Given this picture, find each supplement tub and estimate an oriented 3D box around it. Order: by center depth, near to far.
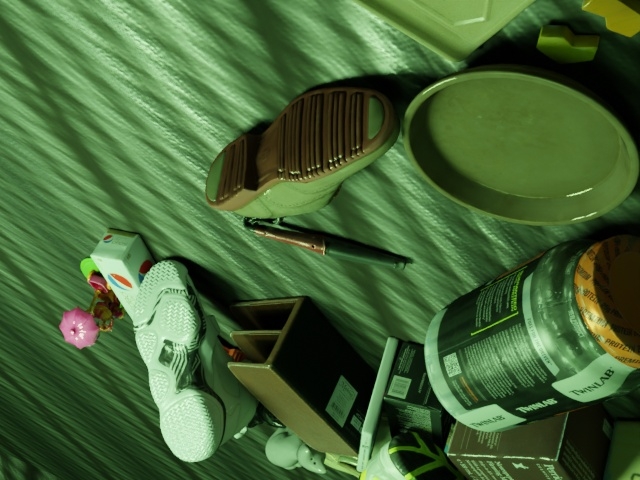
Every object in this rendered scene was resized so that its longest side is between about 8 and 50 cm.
[{"bbox_3d":[0.309,0.127,1.184,0.207,0.207,0.338,34,147,-12],"label":"supplement tub"}]

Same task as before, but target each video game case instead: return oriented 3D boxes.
[{"bbox_3d":[0.102,0.293,1.564,0.022,0.190,0.173,14,146,9],"label":"video game case"}]

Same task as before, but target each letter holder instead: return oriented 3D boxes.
[{"bbox_3d":[-0.053,0.258,1.658,0.214,0.152,0.302,-6,136,41],"label":"letter holder"}]

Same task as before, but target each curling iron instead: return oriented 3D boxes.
[{"bbox_3d":[0.000,0.000,1.367,0.274,0.035,0.068,20,147,8],"label":"curling iron"}]

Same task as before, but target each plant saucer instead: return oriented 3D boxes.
[{"bbox_3d":[0.233,-0.112,1.034,0.277,0.041,0.278,17,152,9],"label":"plant saucer"}]

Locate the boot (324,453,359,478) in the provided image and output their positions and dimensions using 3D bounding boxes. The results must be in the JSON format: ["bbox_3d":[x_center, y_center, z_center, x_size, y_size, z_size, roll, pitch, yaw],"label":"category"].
[{"bbox_3d":[0.094,0.426,1.844,0.262,0.095,0.203,15,146,24],"label":"boot"}]

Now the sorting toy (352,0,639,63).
[{"bbox_3d":[0.164,-0.272,0.888,0.307,0.041,0.229,28,150,-15],"label":"sorting toy"}]

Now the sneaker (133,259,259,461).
[{"bbox_3d":[-0.225,0.217,1.658,0.137,0.366,0.210,-17,171,24],"label":"sneaker"}]

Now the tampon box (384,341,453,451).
[{"bbox_3d":[0.182,0.278,1.553,0.101,0.120,0.161,12,144,18],"label":"tampon box"}]

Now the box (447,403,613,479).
[{"bbox_3d":[0.352,0.331,1.472,0.203,0.167,0.168,-9,134,41],"label":"box"}]

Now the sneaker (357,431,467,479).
[{"bbox_3d":[0.230,0.490,1.558,0.384,0.145,0.147,43,122,-9],"label":"sneaker"}]

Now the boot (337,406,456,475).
[{"bbox_3d":[0.155,0.399,1.696,0.213,0.165,0.077,17,147,16],"label":"boot"}]

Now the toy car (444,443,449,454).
[{"bbox_3d":[0.228,0.543,1.739,0.238,0.210,0.219,-20,128,-3],"label":"toy car"}]

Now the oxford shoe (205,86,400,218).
[{"bbox_3d":[-0.007,-0.109,1.180,0.130,0.123,0.348,21,157,-37],"label":"oxford shoe"}]

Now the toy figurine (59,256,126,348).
[{"bbox_3d":[-0.451,0.147,1.757,0.130,0.159,0.173,14,146,17],"label":"toy figurine"}]

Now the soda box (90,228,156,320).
[{"bbox_3d":[-0.349,0.074,1.671,0.073,0.069,0.216,9,144,23],"label":"soda box"}]

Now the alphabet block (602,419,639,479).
[{"bbox_3d":[0.586,0.417,1.419,0.197,0.192,0.193,-7,137,41],"label":"alphabet block"}]

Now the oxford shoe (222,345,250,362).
[{"bbox_3d":[-0.251,0.237,1.812,0.271,0.097,0.098,35,152,-14],"label":"oxford shoe"}]

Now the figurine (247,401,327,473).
[{"bbox_3d":[-0.082,0.397,1.835,0.215,0.092,0.209,50,159,-11],"label":"figurine"}]
